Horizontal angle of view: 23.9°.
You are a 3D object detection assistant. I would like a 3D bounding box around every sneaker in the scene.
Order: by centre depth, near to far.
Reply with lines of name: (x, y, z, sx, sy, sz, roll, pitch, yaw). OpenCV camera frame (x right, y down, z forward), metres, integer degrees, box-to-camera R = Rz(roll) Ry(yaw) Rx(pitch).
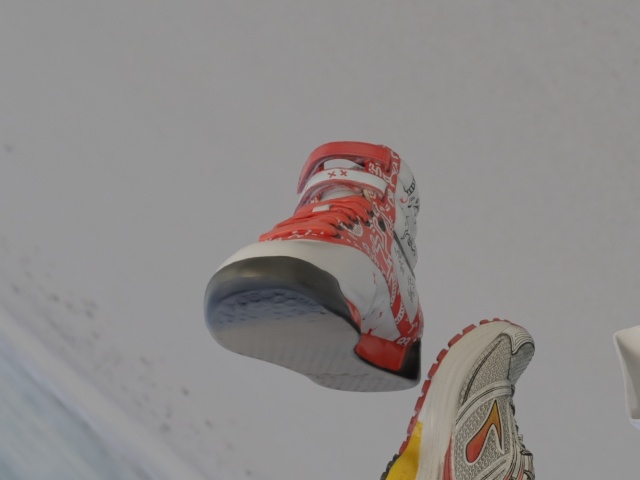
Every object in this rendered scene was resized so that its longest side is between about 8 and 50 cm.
sneaker: (-0.001, 0.000, 0.913, 0.090, 0.145, 0.270, -6, 163, 18)
sneaker: (0.096, 0.143, 0.936, 0.092, 0.225, 0.088, 15, 139, 15)

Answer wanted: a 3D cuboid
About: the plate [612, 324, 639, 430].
plate: (0.390, 0.094, 1.266, 0.277, 0.278, 0.045, -53, -54, -77)
